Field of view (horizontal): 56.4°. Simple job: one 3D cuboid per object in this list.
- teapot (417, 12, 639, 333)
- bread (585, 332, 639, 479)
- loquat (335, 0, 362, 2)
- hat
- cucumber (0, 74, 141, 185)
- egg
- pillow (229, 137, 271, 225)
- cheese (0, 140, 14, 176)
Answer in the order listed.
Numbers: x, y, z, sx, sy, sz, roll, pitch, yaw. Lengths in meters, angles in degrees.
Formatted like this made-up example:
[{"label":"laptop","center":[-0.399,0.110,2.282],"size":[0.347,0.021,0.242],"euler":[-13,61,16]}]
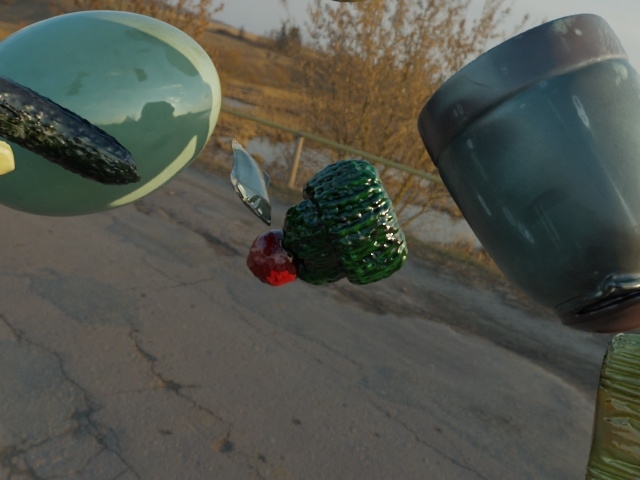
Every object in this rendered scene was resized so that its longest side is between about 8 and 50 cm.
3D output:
[{"label":"teapot","center":[0.292,-0.049,0.696],"size":[0.233,0.312,0.315],"euler":[-28,-13,25]},{"label":"bread","center":[0.529,0.299,0.940],"size":[0.156,0.288,0.204],"euler":[8,-13,43]},{"label":"loquat","center":[0.056,-0.488,0.910],"size":[0.244,0.243,0.244],"euler":[12,14,-3]},{"label":"hat","center":[0.000,0.000,1.245],"size":[0.332,0.274,0.242],"euler":[-23,25,3]},{"label":"cucumber","center":[-0.301,-0.124,0.623],"size":[0.245,0.067,0.067],"euler":[27,4,-36]},{"label":"egg","center":[-0.324,-0.183,0.864],"size":[0.389,0.276,0.276],"euler":[-32,38,-27]},{"label":"pillow","center":[-0.146,-0.127,1.240],"size":[0.130,0.038,0.232],"euler":[45,19,-33]},{"label":"cheese","center":[-0.326,-0.068,0.546],"size":[0.083,0.044,0.030],"euler":[-21,62,-9]}]
